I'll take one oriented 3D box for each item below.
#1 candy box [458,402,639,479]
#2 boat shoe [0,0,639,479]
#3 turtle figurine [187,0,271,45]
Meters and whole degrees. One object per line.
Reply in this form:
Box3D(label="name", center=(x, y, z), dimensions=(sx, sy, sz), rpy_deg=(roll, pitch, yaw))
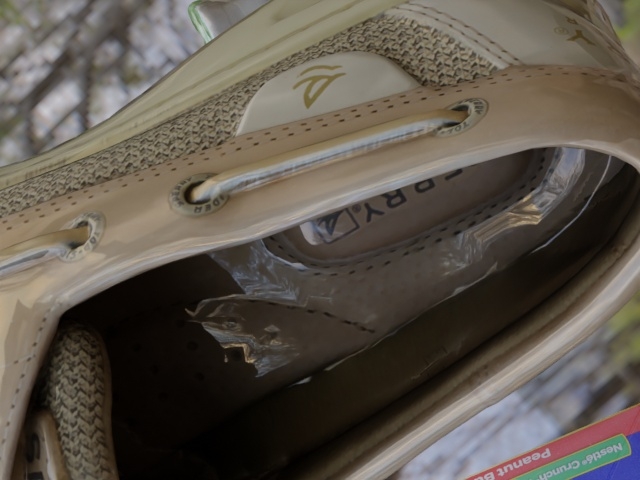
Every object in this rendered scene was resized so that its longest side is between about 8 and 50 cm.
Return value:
Box3D(label="candy box", center=(0.162, 0.293, 1.355), dimensions=(0.122, 0.268, 0.317), rpy_deg=(-104, -12, -47))
Box3D(label="boat shoe", center=(-0.069, 0.045, 0.483), dimensions=(0.122, 0.341, 0.110), rpy_deg=(50, -168, -26))
Box3D(label="turtle figurine", center=(0.025, -0.226, 1.175), dimensions=(0.275, 0.266, 0.198), rpy_deg=(60, 172, 30))
